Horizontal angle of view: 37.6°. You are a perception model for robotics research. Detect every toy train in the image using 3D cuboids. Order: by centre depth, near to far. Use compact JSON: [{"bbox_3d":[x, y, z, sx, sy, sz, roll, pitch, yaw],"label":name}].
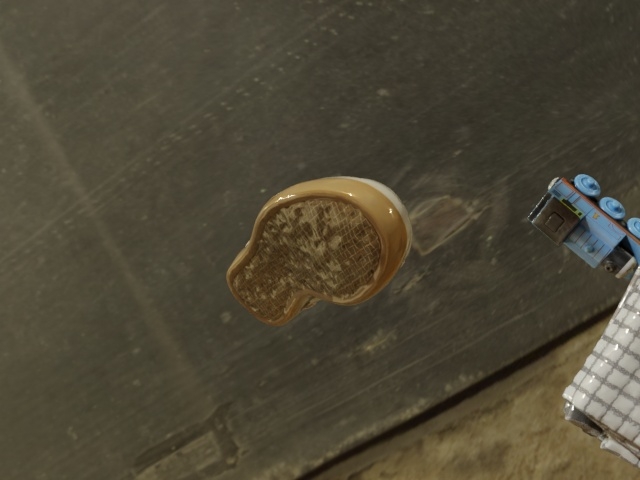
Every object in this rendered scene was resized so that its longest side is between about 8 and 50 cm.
[{"bbox_3d":[0.393,-0.017,1.352,0.184,0.105,0.080,43,138,13],"label":"toy train"}]

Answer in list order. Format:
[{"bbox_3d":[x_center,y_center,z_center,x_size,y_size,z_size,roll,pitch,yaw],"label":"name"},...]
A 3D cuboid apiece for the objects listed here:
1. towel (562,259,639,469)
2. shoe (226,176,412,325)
[{"bbox_3d":[0.388,0.129,0.861,0.284,0.121,0.235,31,94,3],"label":"towel"},{"bbox_3d":[0.000,0.000,0.558,0.058,0.219,0.076,-42,95,-24],"label":"shoe"}]
